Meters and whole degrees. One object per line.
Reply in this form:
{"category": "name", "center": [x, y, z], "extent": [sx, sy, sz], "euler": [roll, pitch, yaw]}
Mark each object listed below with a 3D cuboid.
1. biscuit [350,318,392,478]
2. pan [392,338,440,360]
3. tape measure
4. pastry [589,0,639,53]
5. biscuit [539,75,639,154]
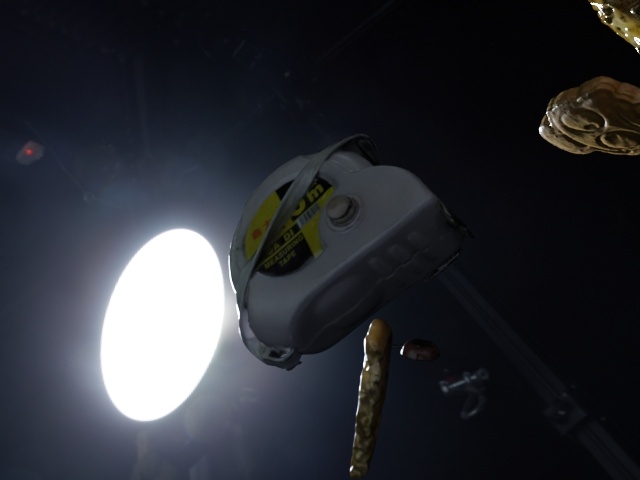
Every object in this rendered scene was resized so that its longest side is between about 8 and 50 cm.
{"category": "biscuit", "center": [0.073, 0.199, 0.765], "extent": [0.033, 0.144, 0.224], "euler": [10, -67, 12]}
{"category": "pan", "center": [0.158, 0.187, 1.012], "extent": [0.115, 0.068, 0.023], "euler": [8, -77, 40]}
{"category": "tape measure", "center": [0.000, 0.000, 0.565], "extent": [0.236, 0.120, 0.197], "euler": [-41, -134, 12]}
{"category": "pastry", "center": [0.553, -0.368, 0.808], "extent": [0.162, 0.310, 0.255], "euler": [-174, -82, -73]}
{"category": "biscuit", "center": [0.663, -0.266, 1.292], "extent": [0.376, 0.269, 0.051], "euler": [162, -51, -73]}
